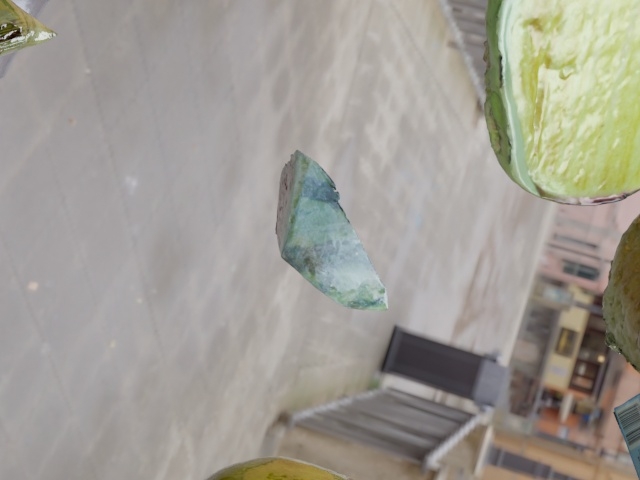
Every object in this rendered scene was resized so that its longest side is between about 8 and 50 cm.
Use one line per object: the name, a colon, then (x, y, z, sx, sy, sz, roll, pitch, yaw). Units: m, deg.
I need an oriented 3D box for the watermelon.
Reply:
watermelon: (0.001, 0.002, 1.164, 0.081, 0.180, 0.094, -30, 172, 1)

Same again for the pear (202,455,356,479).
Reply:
pear: (-0.053, 0.334, 1.061, 0.269, 0.321, 0.269, 158, -90, -81)

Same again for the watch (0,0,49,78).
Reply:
watch: (-0.514, -0.341, 1.537, 0.327, 0.335, 0.314, 18, 111, -48)

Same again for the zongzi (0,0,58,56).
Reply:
zongzi: (-0.206, -0.150, 0.662, 0.113, 0.052, 0.104, -38, 116, -51)

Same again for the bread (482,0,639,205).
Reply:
bread: (0.235, -0.159, 0.816, 0.301, 0.045, 0.301, -18, 133, -20)

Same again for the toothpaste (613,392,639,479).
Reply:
toothpaste: (0.491, 0.346, 1.641, 0.065, 0.050, 0.266, -44, -131, 41)

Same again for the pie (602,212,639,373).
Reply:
pie: (0.435, 0.010, 0.995, 0.418, 0.180, 0.395, -47, -162, 16)
